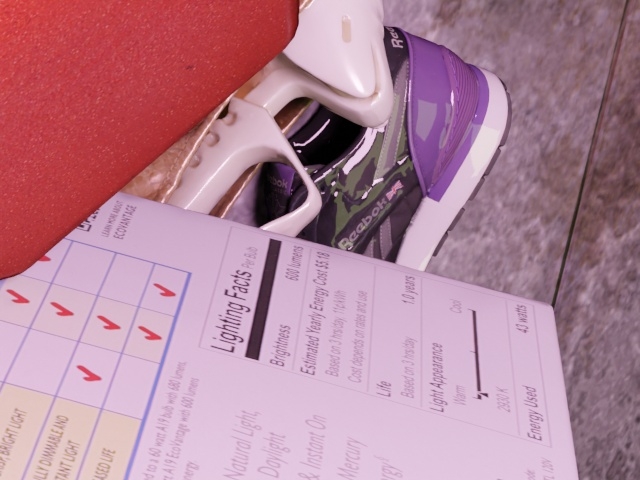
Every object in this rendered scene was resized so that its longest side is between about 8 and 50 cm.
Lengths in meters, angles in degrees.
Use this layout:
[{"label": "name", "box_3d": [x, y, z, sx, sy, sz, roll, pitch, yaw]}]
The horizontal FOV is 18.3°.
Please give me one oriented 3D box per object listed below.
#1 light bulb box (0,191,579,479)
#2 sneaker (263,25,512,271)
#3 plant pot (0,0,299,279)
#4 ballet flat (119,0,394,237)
[{"label": "light bulb box", "box_3d": [-0.083, 0.144, 0.910, 0.358, 0.361, 0.225, -81, -174, -70]}, {"label": "sneaker", "box_3d": [0.000, 0.000, 1.242, 0.124, 0.107, 0.283, 23, 92, -35]}, {"label": "plant pot", "box_3d": [-0.161, -0.130, 0.798, 0.267, 0.267, 0.236, -40, 155, 6]}, {"label": "ballet flat", "box_3d": [-0.038, -0.066, 1.115, 0.342, 0.124, 0.116, -54, 156, -9]}]
